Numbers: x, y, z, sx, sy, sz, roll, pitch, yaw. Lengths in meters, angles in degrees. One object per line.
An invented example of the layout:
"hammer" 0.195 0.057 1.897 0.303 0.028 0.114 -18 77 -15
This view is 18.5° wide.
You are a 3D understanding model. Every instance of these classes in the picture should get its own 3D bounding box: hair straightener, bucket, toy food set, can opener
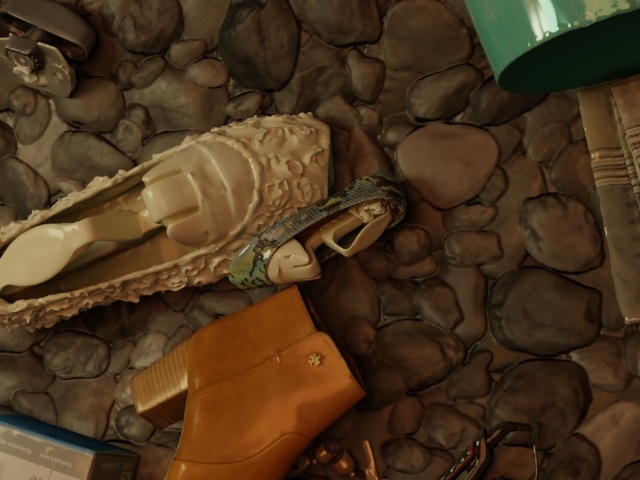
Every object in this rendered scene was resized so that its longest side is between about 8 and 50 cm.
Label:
"hair straightener" 0.130 0.260 1.828 0.230 0.047 0.089 -46 73 4
"bucket" 0.245 -0.254 1.730 0.281 0.281 0.183 -17 80 16
"toy food set" -0.006 0.232 1.882 0.122 0.019 0.078 -17 79 16
"can opener" -0.365 -0.223 2.041 0.283 0.076 0.095 20 58 20

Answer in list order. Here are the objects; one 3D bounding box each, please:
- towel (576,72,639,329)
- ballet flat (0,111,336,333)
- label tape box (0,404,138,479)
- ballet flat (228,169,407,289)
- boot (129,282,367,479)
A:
"towel" 0.400 -0.049 1.719 0.324 0.056 0.312 -18 63 14
"ballet flat" -0.175 -0.009 1.909 0.409 0.147 0.147 -24 77 14
"label tape box" -0.353 0.338 1.937 0.249 0.115 0.348 16 87 19
"ballet flat" 0.000 0.000 1.865 0.188 0.070 0.070 -34 74 2
"boot" -0.047 0.196 1.844 0.211 0.104 0.295 -28 64 11
